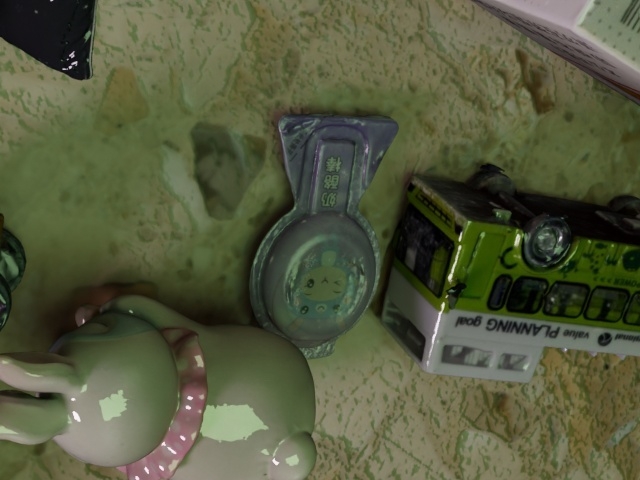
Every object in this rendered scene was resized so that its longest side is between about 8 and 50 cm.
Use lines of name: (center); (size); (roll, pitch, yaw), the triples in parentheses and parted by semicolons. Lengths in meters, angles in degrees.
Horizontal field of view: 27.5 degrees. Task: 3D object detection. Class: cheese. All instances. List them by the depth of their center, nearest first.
cheese: (0.000, 0.000, 0.958); (0.105, 0.042, 0.191); (-2, 109, -24)

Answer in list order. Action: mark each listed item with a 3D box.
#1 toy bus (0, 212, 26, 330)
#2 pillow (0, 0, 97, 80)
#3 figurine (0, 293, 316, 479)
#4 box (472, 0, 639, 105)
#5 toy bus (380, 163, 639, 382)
toy bus: (-0.300, 0.131, 0.844); (0.123, 0.121, 0.335); (21, 101, -15)
pillow: (-0.169, -0.207, 0.740); (0.055, 0.141, 0.208); (-39, 155, -52)
figurine: (-0.128, 0.095, 0.871); (0.235, 0.155, 0.127); (18, 116, -32)
box: (0.260, -0.133, 0.915); (0.330, 0.210, 0.095); (24, 100, -28)
toy bus: (0.200, 0.035, 1.020); (0.302, 0.113, 0.139); (8, 111, -26)
